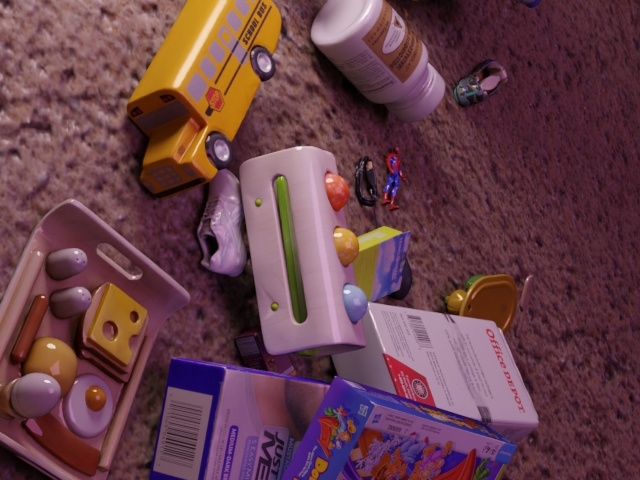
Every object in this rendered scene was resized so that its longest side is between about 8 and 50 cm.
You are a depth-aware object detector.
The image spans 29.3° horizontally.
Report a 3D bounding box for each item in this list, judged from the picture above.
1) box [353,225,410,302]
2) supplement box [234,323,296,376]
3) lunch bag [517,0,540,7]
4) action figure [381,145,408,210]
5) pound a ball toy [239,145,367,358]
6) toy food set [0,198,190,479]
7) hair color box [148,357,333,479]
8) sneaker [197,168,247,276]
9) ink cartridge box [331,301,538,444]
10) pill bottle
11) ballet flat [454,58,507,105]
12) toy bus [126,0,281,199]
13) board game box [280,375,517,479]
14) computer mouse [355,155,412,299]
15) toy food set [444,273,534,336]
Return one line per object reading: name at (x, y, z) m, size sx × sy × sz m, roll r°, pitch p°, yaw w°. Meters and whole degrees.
box at (0.070, 0.045, 1.878) m, size 0.178 × 0.042 × 0.109 m, roll -21°, pitch 127°, yaw -53°
supplement box at (-0.076, 0.161, 1.690) m, size 0.055 × 0.043 × 0.083 m, roll -29°, pitch 102°, yaw -52°
lunch bag at (0.250, -0.618, 2.190) m, size 0.385 × 0.239 × 0.328 m, roll 52°, pitch 26°, yaw 20°
action figure at (0.124, -0.108, 2.051) m, size 0.038 × 0.030 × 0.115 m, roll 27°, pitch 55°, yaw -38°
pound a ball toy at (0.000, 0.000, 1.719) m, size 0.208 × 0.135 × 0.319 m, roll 20°, pitch 59°, yaw -67°
toy food set at (-0.267, 0.134, 1.416) m, size 0.220 × 0.092 × 0.306 m, roll 43°, pitch 48°, yaw -34°
hair color box at (-0.057, 0.267, 1.595) m, size 0.339 × 0.110 × 0.185 m, roll 16°, pitch 82°, yaw -50°
sneaker at (-0.137, -0.028, 1.670) m, size 0.061 × 0.053 × 0.152 m, roll 7°, pitch 73°, yaw -48°
ink cartridge box at (0.170, 0.215, 1.835) m, size 0.272 × 0.114 × 0.197 m, roll 10°, pitch 46°, yaw -36°
pill bottle at (0.101, -0.299, 2.001) m, size 0.229 × 0.131 × 0.131 m, roll 42°, pitch 48°, yaw -36°
ballet flat at (0.322, -0.304, 2.339) m, size 0.188 × 0.070 × 0.070 m, roll -44°, pitch 113°, yaw -49°
toy bus at (-0.159, -0.214, 1.659) m, size 0.130 × 0.108 × 0.333 m, roll 48°, pitch 45°, yaw -30°
board game box at (0.092, 0.327, 1.603) m, size 0.347 × 0.078 × 0.233 m, roll 23°, pitch 96°, yaw -49°
computer mouse at (0.106, -0.022, 1.987) m, size 0.071 × 0.041 × 0.242 m, roll -16°, pitch 90°, yaw -52°
toy food set at (0.282, 0.116, 2.152) m, size 0.218 × 0.071 × 0.128 m, roll -2°, pitch 103°, yaw -50°
